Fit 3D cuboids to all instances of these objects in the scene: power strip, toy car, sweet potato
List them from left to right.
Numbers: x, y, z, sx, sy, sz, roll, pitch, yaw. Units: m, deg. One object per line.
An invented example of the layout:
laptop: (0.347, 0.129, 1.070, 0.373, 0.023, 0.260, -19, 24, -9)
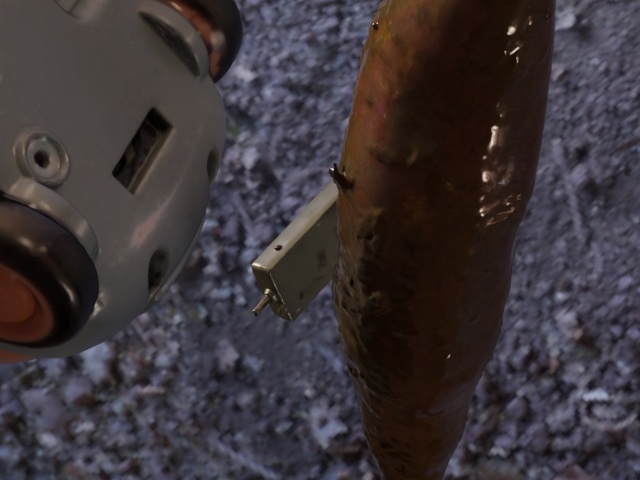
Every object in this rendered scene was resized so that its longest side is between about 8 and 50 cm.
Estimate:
toy car: (-0.182, -0.063, 0.565, 0.212, 0.180, 0.270, -22, 122, 41)
power strip: (0.000, 0.000, 0.862, 0.019, 0.136, 0.051, 20, 147, 39)
sweet potato: (0.033, 0.003, 0.462, 0.066, 0.072, 0.314, -106, 17, -45)
